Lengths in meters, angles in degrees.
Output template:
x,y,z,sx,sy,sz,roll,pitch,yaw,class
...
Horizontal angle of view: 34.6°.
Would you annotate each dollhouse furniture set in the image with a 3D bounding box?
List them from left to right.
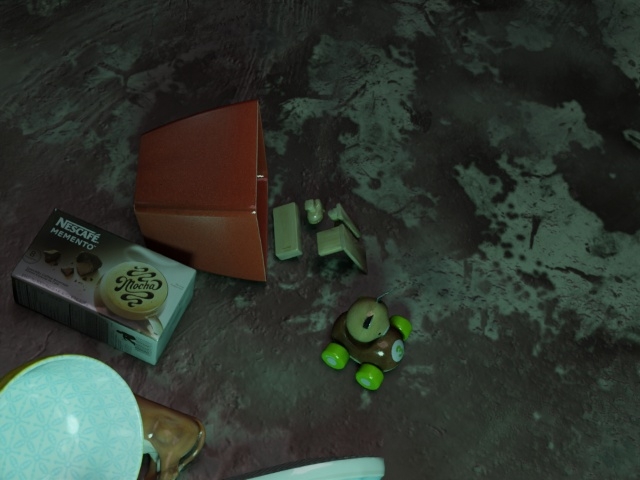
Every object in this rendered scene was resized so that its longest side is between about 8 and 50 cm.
x,y,z,sx,sy,sz,roll,pitch,yaw,class
0.000,0.000,2.122,0.151,0.123,0.144,-16,57,19,dollhouse furniture set

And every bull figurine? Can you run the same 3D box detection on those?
x,y,z,sx,sy,sz,roll,pitch,yaw,class
-0.362,0.329,1.801,0.310,0.101,0.188,19,65,7,bull figurine

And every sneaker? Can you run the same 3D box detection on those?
x,y,z,sx,sy,sz,roll,pitch,yaw,class
-0.048,0.464,1.782,0.366,0.135,0.150,-7,84,-23,sneaker

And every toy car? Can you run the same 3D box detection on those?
x,y,z,sx,sy,sz,roll,pitch,yaw,class
0.104,0.163,1.949,0.149,0.188,0.155,30,58,7,toy car

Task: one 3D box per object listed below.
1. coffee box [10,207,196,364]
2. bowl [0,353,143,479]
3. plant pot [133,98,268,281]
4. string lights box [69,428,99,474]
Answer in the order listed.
x,y,z,sx,sy,sz,roll,pitch,yaw,class
-0.405,0.086,1.927,0.297,0.119,0.168,24,58,3,coffee box
-0.431,0.313,1.564,0.289,0.156,0.289,1,89,-47,bowl
-0.228,-0.090,2.006,0.236,0.267,0.267,-2,59,1,plant pot
-0.381,0.445,1.676,0.133,0.077,0.259,-18,82,-3,string lights box
